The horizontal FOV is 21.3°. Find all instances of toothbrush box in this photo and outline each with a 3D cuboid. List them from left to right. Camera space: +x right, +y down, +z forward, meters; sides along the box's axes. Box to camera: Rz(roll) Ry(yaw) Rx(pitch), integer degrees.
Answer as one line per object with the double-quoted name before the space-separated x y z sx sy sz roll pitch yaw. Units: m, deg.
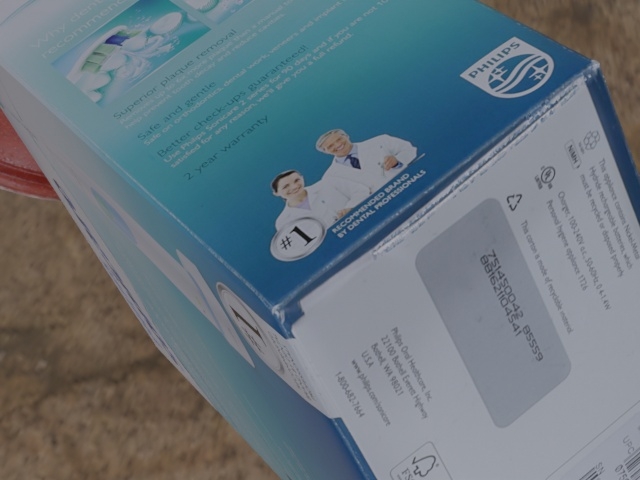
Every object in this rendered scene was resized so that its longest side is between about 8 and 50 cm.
"toothbrush box" 0.000 0.000 0.643 0.126 0.295 0.216 -38 128 -12

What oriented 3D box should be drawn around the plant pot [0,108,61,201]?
"plant pot" -0.098 -0.201 0.854 0.272 0.272 0.265 31 142 -7
